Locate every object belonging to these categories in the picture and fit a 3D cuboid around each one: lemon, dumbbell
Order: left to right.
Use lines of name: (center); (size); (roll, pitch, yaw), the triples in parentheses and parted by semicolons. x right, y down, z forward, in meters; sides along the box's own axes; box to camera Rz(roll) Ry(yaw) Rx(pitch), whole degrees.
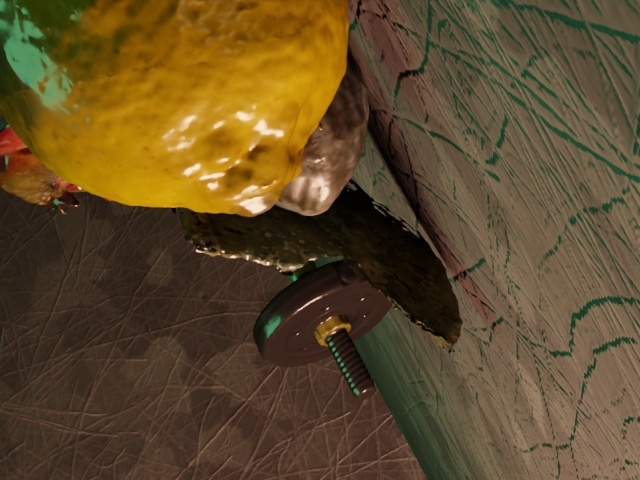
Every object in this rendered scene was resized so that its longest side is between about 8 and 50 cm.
lemon: (-0.089, -0.130, 0.888); (0.260, 0.204, 0.204); (62, 177, 6)
dumbbell: (-0.027, 0.011, 1.587); (0.325, 0.143, 0.143); (61, 176, 25)

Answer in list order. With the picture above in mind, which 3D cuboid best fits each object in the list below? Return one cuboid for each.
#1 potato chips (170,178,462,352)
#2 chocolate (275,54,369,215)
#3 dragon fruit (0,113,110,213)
potato chips: (0.002, -0.003, 1.093); (0.220, 0.029, 0.202); (33, -157, -2)
chocolate: (-0.045, -0.126, 1.086); (0.248, 0.110, 0.110); (60, 176, 28)
dragon fruit: (-0.174, -0.179, 1.348); (0.263, 0.314, 0.296); (9, -122, -43)
